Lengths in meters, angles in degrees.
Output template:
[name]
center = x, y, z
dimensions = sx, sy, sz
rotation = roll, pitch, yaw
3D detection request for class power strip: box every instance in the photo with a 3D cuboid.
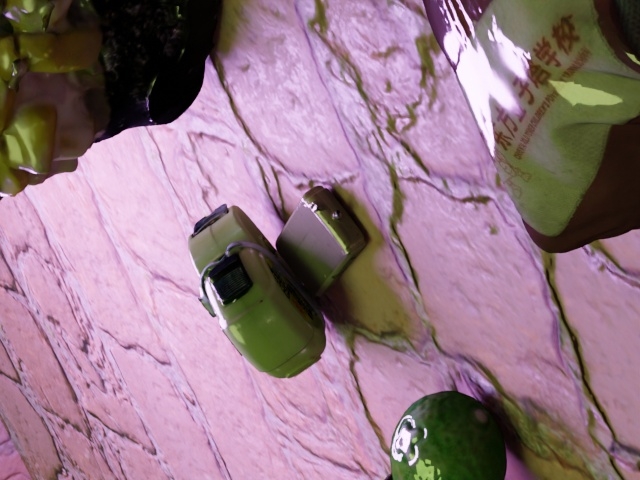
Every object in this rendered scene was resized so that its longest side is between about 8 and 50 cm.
[power strip]
center = 0.000, 0.000, 1.857
dimensions = 0.076, 0.028, 0.169
rotation = 53, 158, 6

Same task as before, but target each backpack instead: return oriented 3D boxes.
[backpack]
center = 0.156, -0.182, 1.130
dimensions = 0.283, 0.197, 0.317
rotation = 120, 133, -62

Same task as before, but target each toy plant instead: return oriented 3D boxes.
[toy plant]
center = 0.129, 0.272, 1.823
dimensions = 0.218, 0.175, 0.235
rotation = 44, 127, 9

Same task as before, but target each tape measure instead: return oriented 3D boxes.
[tape measure]
center = -0.059, 0.066, 1.927
dimensions = 0.177, 0.087, 0.154
rotation = 49, -170, -20

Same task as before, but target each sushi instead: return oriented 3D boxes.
[sushi]
center = -0.285, -0.224, 1.785
dimensions = 0.328, 0.285, 0.328
rotation = 49, 156, 18
